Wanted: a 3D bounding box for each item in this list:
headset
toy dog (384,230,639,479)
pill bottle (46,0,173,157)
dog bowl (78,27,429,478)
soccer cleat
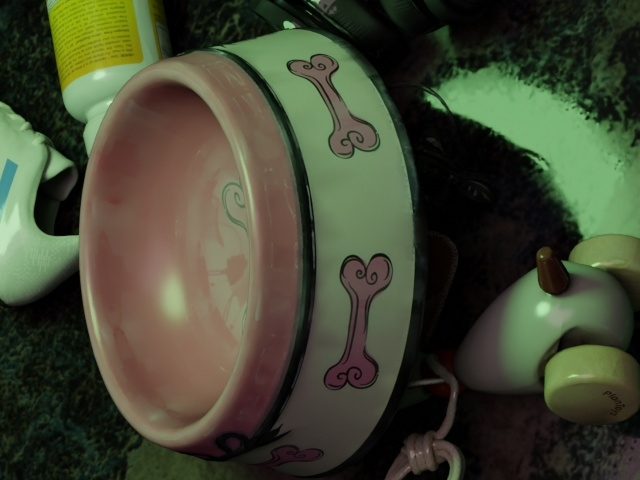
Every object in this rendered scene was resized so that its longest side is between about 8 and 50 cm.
[{"bbox_3d":[0.071,-0.217,1.805,0.243,0.185,0.394,-30,52,23],"label":"headset"},{"bbox_3d":[0.134,0.080,1.657,0.334,0.161,0.220,-29,40,16],"label":"toy dog"},{"bbox_3d":[-0.208,-0.187,1.928,0.118,0.117,0.208,-19,72,23],"label":"pill bottle"},{"bbox_3d":[-0.079,0.012,1.696,0.408,0.150,0.407,2,92,57],"label":"dog bowl"},{"bbox_3d":[-0.333,-0.088,1.989,0.143,0.116,0.331,-25,71,4],"label":"soccer cleat"}]
